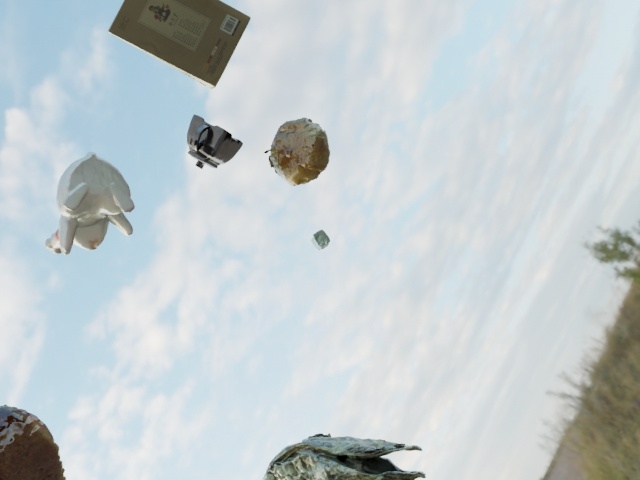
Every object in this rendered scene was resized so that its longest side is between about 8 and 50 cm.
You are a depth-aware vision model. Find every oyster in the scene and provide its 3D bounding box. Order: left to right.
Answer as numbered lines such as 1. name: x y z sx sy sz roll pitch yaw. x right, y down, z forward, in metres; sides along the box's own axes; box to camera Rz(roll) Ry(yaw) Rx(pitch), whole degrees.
1. oyster: 0.036 0.462 1.602 0.162 0.350 0.158 73 -173 -54

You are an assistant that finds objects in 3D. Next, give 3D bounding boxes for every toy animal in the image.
1. toy animal: -0.443 -0.037 1.510 0.140 0.138 0.282 -11 -31 -30

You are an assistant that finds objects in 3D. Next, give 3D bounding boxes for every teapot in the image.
1. teapot: -0.238 -0.198 1.685 0.096 0.087 0.177 -61 -12 0

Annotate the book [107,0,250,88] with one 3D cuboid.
1. book: -0.233 -0.358 1.310 0.139 0.198 0.016 -63 7 -5

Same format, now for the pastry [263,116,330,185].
1. pastry: -0.046 -0.197 1.756 0.081 0.153 0.153 26 -89 -58

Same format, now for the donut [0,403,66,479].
1. donut: -0.334 0.216 0.720 0.144 0.186 0.126 -49 -25 -56

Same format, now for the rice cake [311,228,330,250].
1. rice cake: 0.000 0.000 1.061 0.021 0.022 0.121 -30 -2 -2
